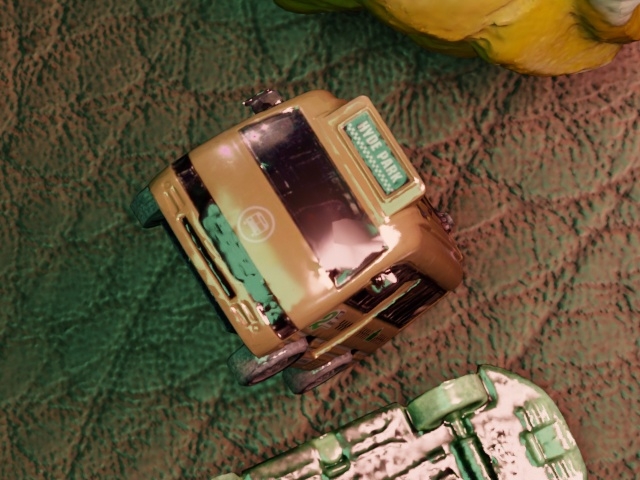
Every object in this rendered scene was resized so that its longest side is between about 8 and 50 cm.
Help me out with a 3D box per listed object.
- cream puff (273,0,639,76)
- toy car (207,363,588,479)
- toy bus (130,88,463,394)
[{"bbox_3d":[0.112,-0.266,1.233,0.378,0.275,0.378,-16,68,45],"label":"cream puff"},{"bbox_3d":[0.025,0.196,1.295,0.306,0.125,0.136,-23,77,-13],"label":"toy car"},{"bbox_3d":[0.000,0.000,1.227,0.157,0.289,0.139,-34,78,5],"label":"toy bus"}]
